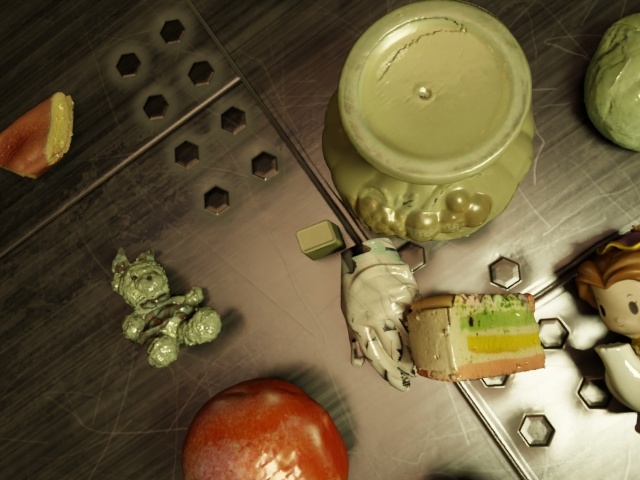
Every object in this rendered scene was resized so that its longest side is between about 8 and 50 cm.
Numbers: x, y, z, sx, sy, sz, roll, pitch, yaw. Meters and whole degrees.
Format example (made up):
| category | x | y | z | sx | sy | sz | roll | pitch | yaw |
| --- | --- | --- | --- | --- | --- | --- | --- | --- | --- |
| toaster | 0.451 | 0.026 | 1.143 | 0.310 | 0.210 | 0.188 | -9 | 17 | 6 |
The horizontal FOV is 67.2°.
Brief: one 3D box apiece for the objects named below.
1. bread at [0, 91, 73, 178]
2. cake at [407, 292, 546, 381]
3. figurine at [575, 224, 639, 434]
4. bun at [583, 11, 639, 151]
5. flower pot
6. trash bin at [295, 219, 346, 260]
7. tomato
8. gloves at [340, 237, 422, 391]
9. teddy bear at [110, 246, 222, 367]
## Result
| category | x | y | z | sx | sy | sz | roll | pitch | yaw |
| --- | --- | --- | --- | --- | --- | --- | --- | --- | --- |
| bread | -0.500 | -0.162 | 0.837 | 0.193 | 0.067 | 0.119 | -32 | 72 | 3 |
| cake | 0.214 | 0.129 | 0.657 | 0.090 | 0.226 | 0.109 | -19 | 71 | 50 |
| figurine | 0.429 | 0.109 | 0.623 | 0.190 | 0.142 | 0.263 | -6 | 80 | -23 |
| bun | 0.481 | -0.228 | 0.657 | 0.204 | 0.126 | 0.212 | 18 | 88 | 13 |
| flower pot | 0.139 | -0.152 | 0.644 | 0.308 | 0.244 | 0.307 | -1 | 83 | 11 |
| trash bin | 0.000 | 0.000 | 0.725 | 0.061 | 0.092 | 0.042 | -21 | 83 | 7 |
| tomato | -0.068 | 0.288 | 0.644 | 0.232 | 0.232 | 0.188 | 42 | 78 | 11 |
| gloves | 0.090 | 0.112 | 0.694 | 0.128 | 0.111 | 0.212 | -16 | 74 | 2 |
| teddy bear | -0.251 | 0.111 | 0.756 | 0.213 | 0.133 | 0.111 | 44 | 136 | 29 |
